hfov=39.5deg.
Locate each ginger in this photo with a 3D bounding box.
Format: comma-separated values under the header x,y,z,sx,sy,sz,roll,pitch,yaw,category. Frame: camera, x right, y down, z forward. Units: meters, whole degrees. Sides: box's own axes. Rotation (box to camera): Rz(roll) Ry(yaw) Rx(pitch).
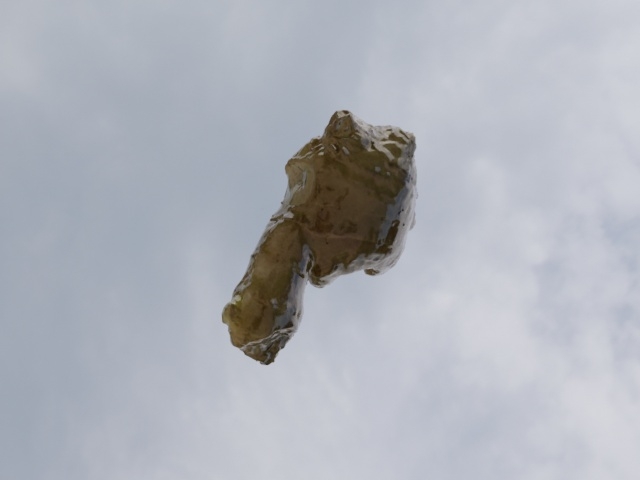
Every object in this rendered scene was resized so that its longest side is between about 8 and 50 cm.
x,y,z,sx,sy,sz,roll,pitch,yaw,category
0.006,0.003,0.549,0.067,0.096,0.165,29,-93,53,ginger
